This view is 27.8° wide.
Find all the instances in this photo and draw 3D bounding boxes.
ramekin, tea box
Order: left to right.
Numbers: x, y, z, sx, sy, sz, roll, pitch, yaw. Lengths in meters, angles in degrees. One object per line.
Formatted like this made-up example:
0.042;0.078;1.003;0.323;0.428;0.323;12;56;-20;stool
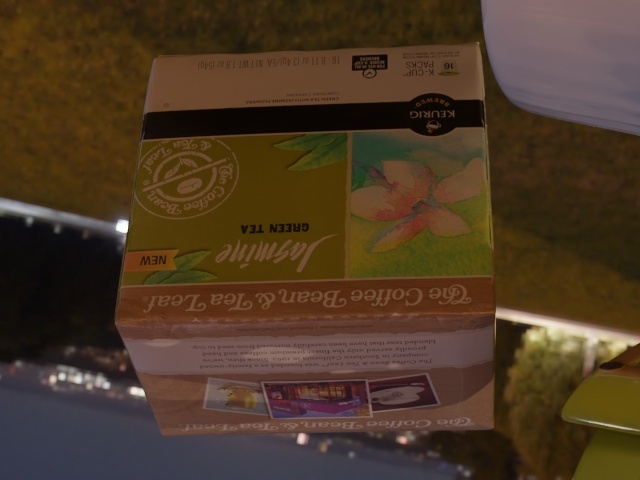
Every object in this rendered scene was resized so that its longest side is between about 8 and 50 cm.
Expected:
0.000;0.000;1.248;0.329;0.323;0.220;-3;144;5;tea box
0.179;-0.186;0.689;0.135;0.277;0.277;10;172;20;ramekin

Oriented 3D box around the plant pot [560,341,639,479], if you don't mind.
0.311;0.176;0.942;0.228;0.207;0.227;4;-165;42;plant pot
